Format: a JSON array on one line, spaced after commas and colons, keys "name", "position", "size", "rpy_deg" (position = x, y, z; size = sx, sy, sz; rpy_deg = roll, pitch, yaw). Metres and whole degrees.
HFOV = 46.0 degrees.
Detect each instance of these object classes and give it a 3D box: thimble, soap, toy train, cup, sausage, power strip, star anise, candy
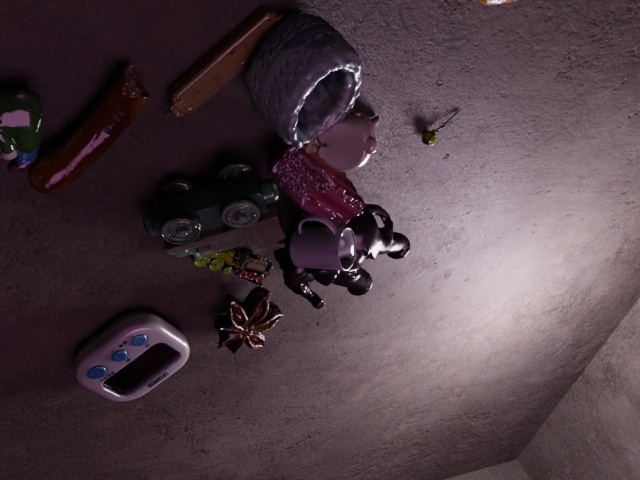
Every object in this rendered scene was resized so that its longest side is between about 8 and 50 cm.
[{"name": "thimble", "position": [-0.031, -0.309, 1.503], "size": [0.205, 0.172, 0.250], "rpy_deg": [-12, 145, -47]}, {"name": "soap", "position": [-0.018, -0.147, 1.724], "size": [0.099, 0.162, 0.250], "rpy_deg": [-37, 140, 18]}, {"name": "toy train", "position": [-0.227, -0.046, 1.671], "size": [0.304, 0.150, 0.221], "rpy_deg": [-15, 144, 4]}, {"name": "toy train", "position": [-0.216, 0.052, 1.879], "size": [0.249, 0.053, 0.085], "rpy_deg": [22, 111, -45]}, {"name": "cup", "position": [0.005, -0.001, 1.741], "size": [0.099, 0.133, 0.136], "rpy_deg": [-28, 116, -59]}, {"name": "sausage", "position": [-0.437, -0.205, 1.439], "size": [0.302, 0.076, 0.103], "rpy_deg": [-44, 174, 10]}, {"name": "power strip", "position": [-0.193, -0.350, 1.489], "size": [0.305, 0.044, 0.064], "rpy_deg": [-40, 141, 7]}, {"name": "star anise", "position": [-0.197, 0.205, 2.022], "size": [0.214, 0.099, 0.220], "rpy_deg": [-11, 133, -44]}, {"name": "candy", "position": [0.304, -0.284, 1.893], "size": [0.123, 0.035, 0.035], "rpy_deg": [-42, 144, -1]}]

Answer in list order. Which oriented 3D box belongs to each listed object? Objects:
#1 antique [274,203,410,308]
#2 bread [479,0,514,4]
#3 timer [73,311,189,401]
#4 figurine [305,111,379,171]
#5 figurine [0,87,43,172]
[{"name": "antique", "position": [0.042, 0.025, 1.926], "size": [0.322, 0.185, 0.255], "rpy_deg": [-41, 147, 10]}, {"name": "bread", "position": [0.431, -0.592, 1.583], "size": [0.245, 0.121, 0.174], "rpy_deg": [-17, 137, -21]}, {"name": "timer", "position": [-0.483, 0.297, 1.930], "size": [0.262, 0.087, 0.237], "rpy_deg": [-36, 140, 5]}, {"name": "figurine", "position": [0.060, -0.234, 1.696], "size": [0.155, 0.235, 0.127], "rpy_deg": [-10, 105, 13]}, {"name": "figurine", "position": [-0.618, -0.196, 1.323], "size": [0.234, 0.127, 0.185], "rpy_deg": [-15, 155, -34]}]
